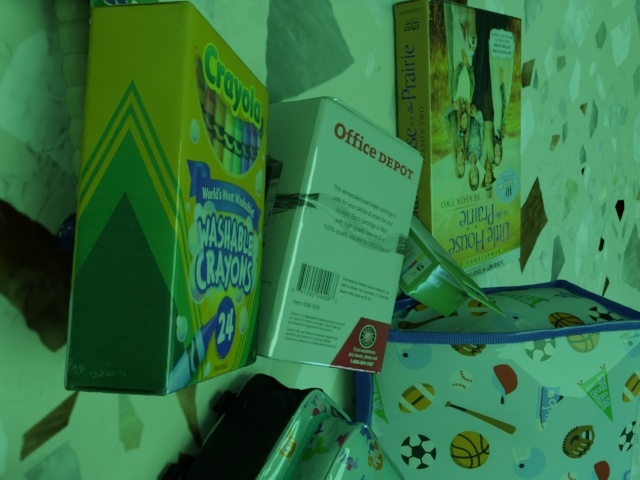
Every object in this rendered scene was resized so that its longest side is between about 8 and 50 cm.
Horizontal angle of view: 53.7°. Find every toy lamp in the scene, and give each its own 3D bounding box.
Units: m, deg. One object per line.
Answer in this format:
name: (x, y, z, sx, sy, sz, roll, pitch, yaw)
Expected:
toy lamp: (-0.194, -0.131, 0.513, 0.080, 0.080, 0.274, -16, 106, -47)

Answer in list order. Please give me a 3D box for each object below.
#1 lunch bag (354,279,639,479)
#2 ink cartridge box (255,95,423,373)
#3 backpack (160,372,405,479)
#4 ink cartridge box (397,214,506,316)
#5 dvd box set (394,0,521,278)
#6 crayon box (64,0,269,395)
lunch bag: (0.232, 0.241, 0.917, 0.386, 0.239, 0.327, -6, 102, -17)
ink cartridge box: (0.000, 0.000, 0.723, 0.197, 0.114, 0.272, 21, 80, -47)
backpack: (-0.018, 0.298, 0.695, 0.225, 0.191, 0.253, -56, 137, -29)
ink cartridge box: (0.133, 0.033, 0.814, 0.062, 0.209, 0.109, -46, 138, 12)
dvd box set: (0.232, -0.150, 1.012, 0.308, 0.062, 0.419, -12, 103, -47)
crayon box: (-0.111, -0.050, 0.527, 0.203, 0.083, 0.322, 21, 70, -78)
